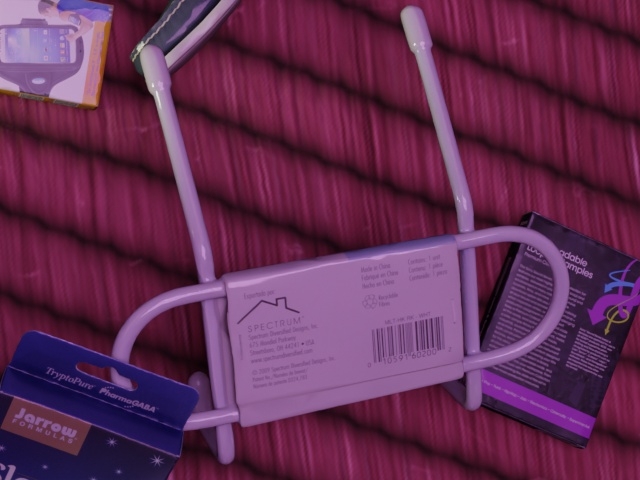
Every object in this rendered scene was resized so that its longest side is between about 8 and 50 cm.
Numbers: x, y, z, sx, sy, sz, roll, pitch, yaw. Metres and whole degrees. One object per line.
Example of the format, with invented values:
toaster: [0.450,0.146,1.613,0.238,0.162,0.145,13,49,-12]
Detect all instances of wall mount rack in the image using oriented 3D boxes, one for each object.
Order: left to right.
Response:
wall mount rack: [0.000,0.000,1.388,0.350,0.130,0.304,-11,112,-14]

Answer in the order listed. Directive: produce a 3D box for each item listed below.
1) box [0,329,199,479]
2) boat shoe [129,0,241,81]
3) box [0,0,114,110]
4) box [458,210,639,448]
box: [-0.189,0.174,1.344,0.136,0.036,0.225,21,121,-11]
boat shoe: [-0.073,-0.229,1.433,0.079,0.095,0.254,39,78,-10]
box: [-0.231,-0.151,1.425,0.136,0.028,0.081,9,85,-15]
box: [0.189,0.072,1.514,0.116,0.029,0.162,24,83,-12]
